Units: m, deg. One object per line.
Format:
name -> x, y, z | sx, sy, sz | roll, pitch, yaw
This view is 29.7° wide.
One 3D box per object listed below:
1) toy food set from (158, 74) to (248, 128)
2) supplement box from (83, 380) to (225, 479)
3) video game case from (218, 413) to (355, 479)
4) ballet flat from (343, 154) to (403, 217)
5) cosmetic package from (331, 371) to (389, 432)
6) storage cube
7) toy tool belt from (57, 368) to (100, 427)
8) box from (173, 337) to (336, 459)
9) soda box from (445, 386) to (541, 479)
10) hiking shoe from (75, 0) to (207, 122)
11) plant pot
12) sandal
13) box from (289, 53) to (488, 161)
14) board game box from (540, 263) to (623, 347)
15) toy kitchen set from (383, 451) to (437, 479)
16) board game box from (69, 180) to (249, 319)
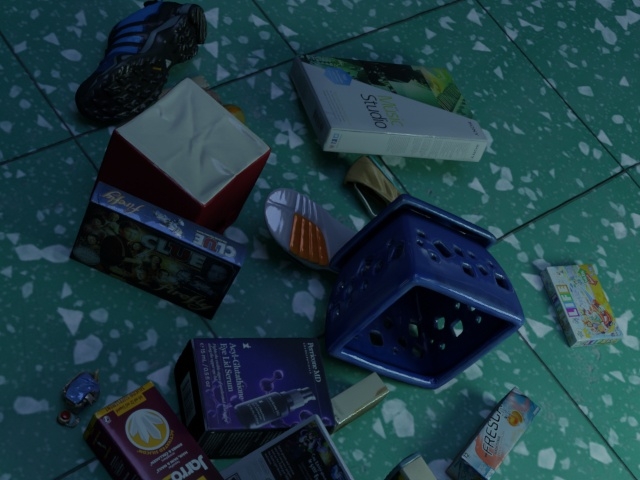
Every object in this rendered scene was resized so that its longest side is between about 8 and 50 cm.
toy food set -> -0.196, -0.213, 2.105 | 0.132, 0.038, 0.192 | -25, 70, -35
supplement box -> -0.233, 0.308, 1.697 | 0.104, 0.081, 0.188 | -29, 73, -36
video game case -> -0.033, 0.367, 1.687 | 0.173, 0.022, 0.190 | -31, 67, 1
ballet flat -> 0.134, -0.051, 2.133 | 0.073, 0.080, 0.232 | -43, 77, -11
cosmetic package -> 0.046, 0.255, 1.875 | 0.115, 0.060, 0.041 | -27, 73, -34
storage cube -> -0.222, -0.103, 1.918 | 0.215, 0.193, 0.183 | 40, 51, 7
toy tool belt -> -0.345, 0.222, 1.726 | 0.052, 0.051, 0.083 | 34, 51, 1
box -> -0.099, 0.233, 1.793 | 0.207, 0.108, 0.153 | 0, 57, -24
soda box -> 0.277, 0.319, 1.931 | 0.058, 0.063, 0.183 | 41, 51, 7
hiking shoe -> -0.328, -0.311, 2.093 | 0.132, 0.113, 0.304 | 21, 51, 30
plant pot -> 0.154, 0.072, 1.919 | 0.236, 0.236, 0.212 | 22, 43, -29
sandal -> -0.003, 0.010, 2.023 | 0.265, 0.076, 0.102 | 32, 65, -28
box -> 0.125, -0.245, 2.228 | 0.322, 0.058, 0.232 | 3, 42, -25
board game box -> 0.471, 0.117, 2.183 | 0.103, 0.026, 0.154 | -3, 59, -26
toy kitchen set -> 0.039, 0.384, 1.711 | 0.207, 0.166, 0.122 | -28, 70, -36
board game box -> -0.248, 0.018, 1.839 | 0.243, 0.165, 0.042 | 24, 51, -7
